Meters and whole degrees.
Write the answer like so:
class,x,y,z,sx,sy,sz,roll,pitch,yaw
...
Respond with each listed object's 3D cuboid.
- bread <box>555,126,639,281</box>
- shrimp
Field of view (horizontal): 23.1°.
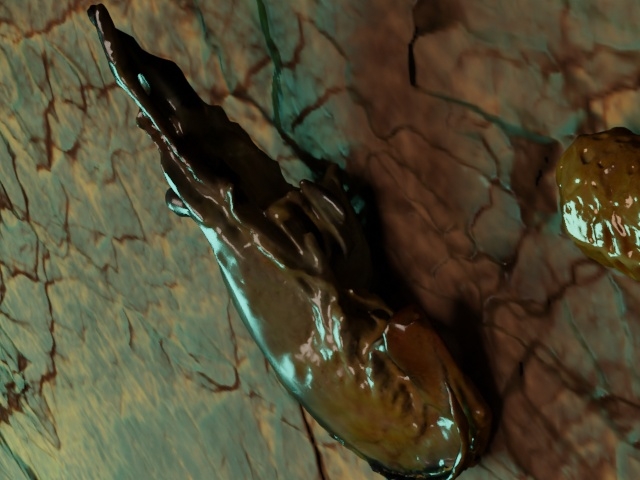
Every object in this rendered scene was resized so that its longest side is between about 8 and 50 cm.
class,x,y,z,sx,sy,sz,roll,pitch,yaw
bread,0.136,0.002,0.491,0.157,0.044,0.052,26,138,48
shrimp,-0.003,-0.004,0.688,0.117,0.066,0.262,-9,119,44
